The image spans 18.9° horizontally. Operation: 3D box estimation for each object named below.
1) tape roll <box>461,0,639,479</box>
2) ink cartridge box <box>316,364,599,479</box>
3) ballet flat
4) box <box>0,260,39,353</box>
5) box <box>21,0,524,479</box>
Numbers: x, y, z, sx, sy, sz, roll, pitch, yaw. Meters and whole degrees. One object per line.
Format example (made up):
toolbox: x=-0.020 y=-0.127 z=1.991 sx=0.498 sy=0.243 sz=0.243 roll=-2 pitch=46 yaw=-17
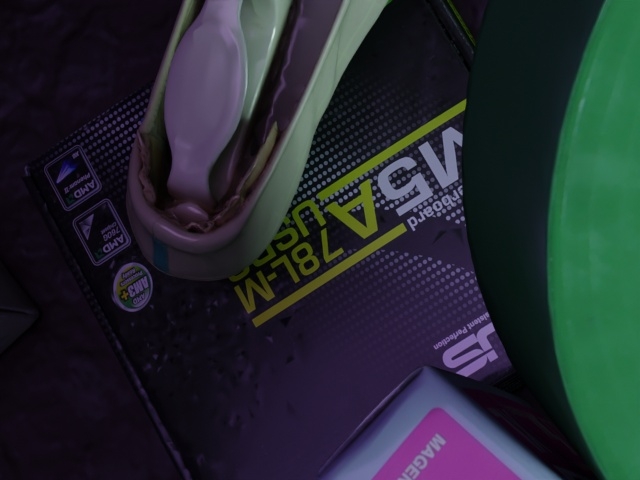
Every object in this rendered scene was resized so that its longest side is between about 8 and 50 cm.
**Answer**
tape roll: x=0.206 y=-0.033 z=0.601 sx=0.321 sy=0.077 sz=0.321 roll=-6 pitch=113 yaw=-14
ink cartridge box: x=0.148 y=0.166 z=0.639 sx=0.311 sy=0.186 sz=0.065 roll=44 pitch=95 yaw=17
ballet flat: x=-0.014 y=-0.104 z=0.728 sx=0.086 sy=0.086 sz=0.248 roll=18 pitch=86 yaw=18
box: x=-0.253 y=-0.038 z=0.828 sx=0.113 sy=0.094 sz=0.275 roll=-43 pitch=74 yaw=8
box: x=0.000 y=0.000 z=0.775 sx=0.191 sy=0.045 sz=0.184 roll=-32 pitch=72 yaw=11
